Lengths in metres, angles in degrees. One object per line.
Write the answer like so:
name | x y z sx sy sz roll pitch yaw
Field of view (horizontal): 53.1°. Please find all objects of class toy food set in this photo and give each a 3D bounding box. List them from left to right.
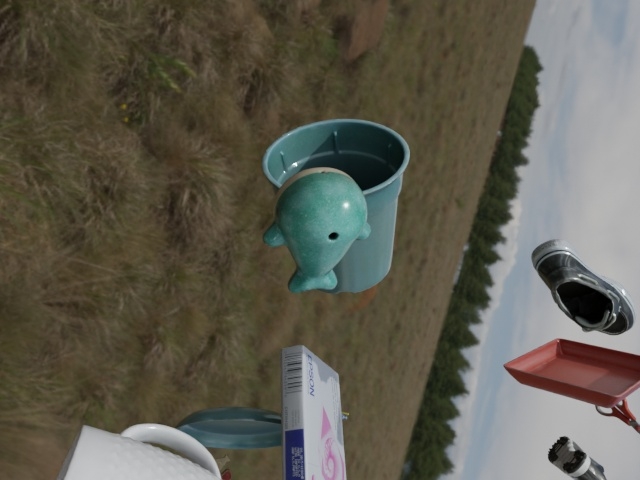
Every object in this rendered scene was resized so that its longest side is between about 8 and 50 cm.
toy food set | -0.249 0.531 1.414 0.078 0.122 0.019 69 -19 -5

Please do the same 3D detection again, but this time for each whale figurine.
whale figurine | 0.000 0.000 1.219 0.141 0.216 0.272 -119 -150 -54

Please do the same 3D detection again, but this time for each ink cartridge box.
ink cartridge box | 0.003 0.449 1.494 0.330 0.071 0.324 48 32 -54

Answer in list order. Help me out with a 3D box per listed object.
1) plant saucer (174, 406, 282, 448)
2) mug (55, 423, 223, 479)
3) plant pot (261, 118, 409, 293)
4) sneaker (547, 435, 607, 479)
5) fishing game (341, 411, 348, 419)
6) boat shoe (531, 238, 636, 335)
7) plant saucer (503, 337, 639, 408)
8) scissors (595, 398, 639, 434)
plant saucer | -0.206 0.468 1.597 0.317 0.317 0.043 81 8 -61
mug | -0.272 0.451 1.043 0.276 0.328 0.374 -60 -163 22
plant pot | 0.047 -0.071 1.577 0.341 0.341 0.334 -63 155 -45
sneaker | 0.616 0.540 1.529 0.078 0.106 0.234 -48 173 0
fishing game | -0.003 0.561 2.108 0.264 0.189 0.041 22 75 -61
boat shoe | 0.531 0.128 1.279 0.121 0.335 0.119 -36 -143 32
plant saucer | 0.584 0.293 1.419 0.258 0.259 0.048 -11 103 -41
scissors | 1.000 0.576 2.035 0.021 0.297 0.109 1 115 -34
